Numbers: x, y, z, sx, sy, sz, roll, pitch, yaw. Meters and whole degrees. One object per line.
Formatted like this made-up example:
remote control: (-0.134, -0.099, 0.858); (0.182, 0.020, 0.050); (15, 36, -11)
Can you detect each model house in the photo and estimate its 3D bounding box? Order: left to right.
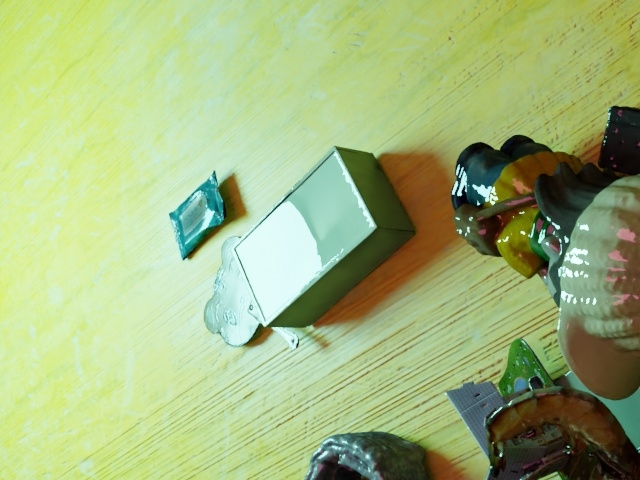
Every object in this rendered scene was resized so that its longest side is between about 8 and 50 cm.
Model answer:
model house: (0.207, 0.201, 1.096); (0.117, 0.088, 0.167); (97, 149, -50)

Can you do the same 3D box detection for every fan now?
fan: (-0.094, 0.095, 1.457); (0.227, 0.008, 0.152); (32, 108, 46)

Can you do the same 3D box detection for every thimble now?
thimble: (0.059, 0.304, 1.254); (0.150, 0.098, 0.150); (-3, 86, 43)

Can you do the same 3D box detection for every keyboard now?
keyboard: (0.388, -0.084, 1.034); (0.231, 0.023, 0.072); (20, 107, 42)

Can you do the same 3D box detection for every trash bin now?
trash bin: (0.316, 0.177, 1.053); (0.116, 0.059, 0.129); (-45, 57, 32)

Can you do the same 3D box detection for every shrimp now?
shrimp: (0.242, 0.221, 1.006); (0.148, 0.035, 0.195); (-29, 109, 31)

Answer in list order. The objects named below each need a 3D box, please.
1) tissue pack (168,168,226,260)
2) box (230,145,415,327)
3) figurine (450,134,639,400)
tissue pack: (-0.182, -0.036, 1.552); (0.138, 0.028, 0.085); (-37, 60, 40)
box: (0.000, 0.000, 1.340); (0.225, 0.086, 0.129); (-43, 59, 32)
figurine: (0.262, -0.017, 1.007); (0.332, 0.185, 0.204); (57, 150, 39)
